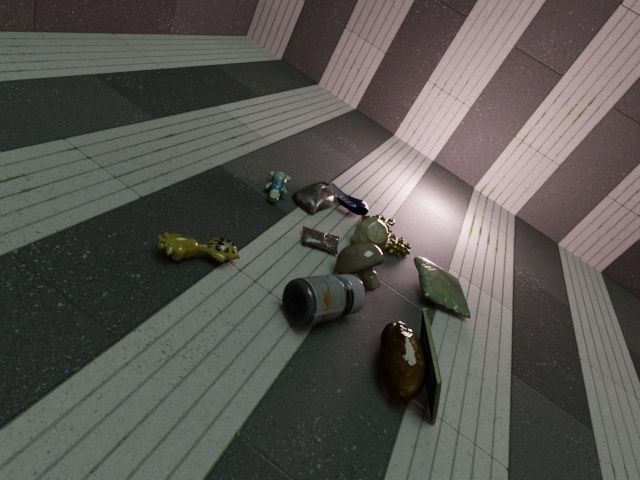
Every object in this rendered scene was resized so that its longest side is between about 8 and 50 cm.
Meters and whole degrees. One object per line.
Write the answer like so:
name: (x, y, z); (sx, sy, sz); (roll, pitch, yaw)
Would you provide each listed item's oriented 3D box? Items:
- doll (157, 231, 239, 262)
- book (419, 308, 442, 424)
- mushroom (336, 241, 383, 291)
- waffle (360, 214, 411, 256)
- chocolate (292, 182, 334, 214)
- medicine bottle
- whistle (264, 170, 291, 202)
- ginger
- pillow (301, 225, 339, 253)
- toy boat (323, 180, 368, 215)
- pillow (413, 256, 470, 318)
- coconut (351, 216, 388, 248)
doll: (-0.415, 0.027, 1.481); (0.290, 0.086, 0.117); (7, 35, -36)
book: (0.376, 0.428, 1.484); (0.018, 0.229, 0.323); (-2, 36, 5)
mushroom: (0.167, 0.100, 1.803); (0.206, 0.209, 0.206); (-3, 29, 2)
waffle: (0.327, -0.040, 2.196); (0.259, 0.069, 0.293); (7, 38, -34)
chocolate: (-0.023, -0.227, 2.144); (0.157, 0.080, 0.254); (41, 34, 14)
medicine bottle: (0.015, 0.204, 1.521); (0.273, 0.165, 0.165); (-4, 47, -41)
whistle: (-0.207, -0.253, 2.043); (0.113, 0.077, 0.236); (16, 41, -7)
ginger: (0.287, 0.394, 1.485); (0.164, 0.173, 0.321); (19, 35, -9)
pillow: (0.000, 0.000, 1.898); (0.184, 0.043, 0.118); (17, 41, -15)
toy boat: (0.120, -0.239, 2.275); (0.318, 0.072, 0.219); (39, 21, 16)
pillow: (0.569, 0.224, 2.036); (0.280, 0.076, 0.275); (26, 35, -19)
coconut: (0.230, -0.026, 2.017); (0.160, 0.162, 0.161); (3, 82, -23)
